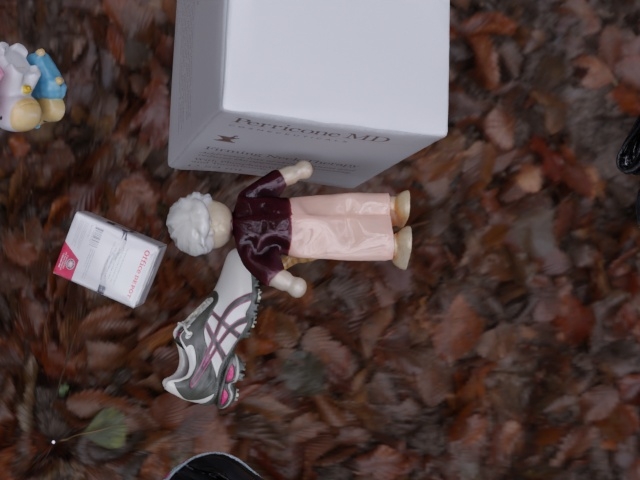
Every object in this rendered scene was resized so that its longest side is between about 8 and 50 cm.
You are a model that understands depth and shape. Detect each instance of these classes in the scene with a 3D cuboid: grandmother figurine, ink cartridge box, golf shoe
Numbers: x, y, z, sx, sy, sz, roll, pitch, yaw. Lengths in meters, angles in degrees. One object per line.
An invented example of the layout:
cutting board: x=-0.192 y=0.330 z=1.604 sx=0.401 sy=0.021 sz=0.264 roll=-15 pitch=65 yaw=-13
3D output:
grandmother figurine: x=-0.046 y=-0.014 z=1.560 sx=0.342 sy=0.104 sz=0.208 roll=3 pitch=54 yaw=-5
ink cartridge box: x=-0.340 y=0.030 z=1.795 sx=0.150 sy=0.063 sz=0.109 roll=23 pitch=95 yaw=5
golf shoe: x=-0.172 y=0.136 z=1.800 sx=0.120 sy=0.105 sz=0.273 roll=12 pitch=89 yaw=-20

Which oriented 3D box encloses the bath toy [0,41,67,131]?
bath toy: x=-0.573 y=-0.248 z=1.823 sx=0.129 sy=0.348 sz=0.151 roll=-35 pitch=77 yaw=24

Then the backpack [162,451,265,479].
backpack: x=-0.104 y=0.379 z=1.273 sx=0.253 sy=0.225 sz=0.191 roll=45 pitch=115 yaw=6

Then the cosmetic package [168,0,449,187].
cosmetic package: x=-0.031 y=-0.284 z=1.658 sx=0.329 sy=0.393 sz=0.327 roll=5 pitch=80 yaw=-17

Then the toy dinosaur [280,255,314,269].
toy dinosaur: x=0.000 y=0.000 z=1.718 sx=0.211 sy=0.064 sz=0.112 roll=-17 pitch=75 yaw=-2

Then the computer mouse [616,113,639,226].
computer mouse: x=0.334 y=-0.051 z=1.092 sx=0.060 sy=0.184 sz=0.262 roll=0 pitch=48 yaw=-1
